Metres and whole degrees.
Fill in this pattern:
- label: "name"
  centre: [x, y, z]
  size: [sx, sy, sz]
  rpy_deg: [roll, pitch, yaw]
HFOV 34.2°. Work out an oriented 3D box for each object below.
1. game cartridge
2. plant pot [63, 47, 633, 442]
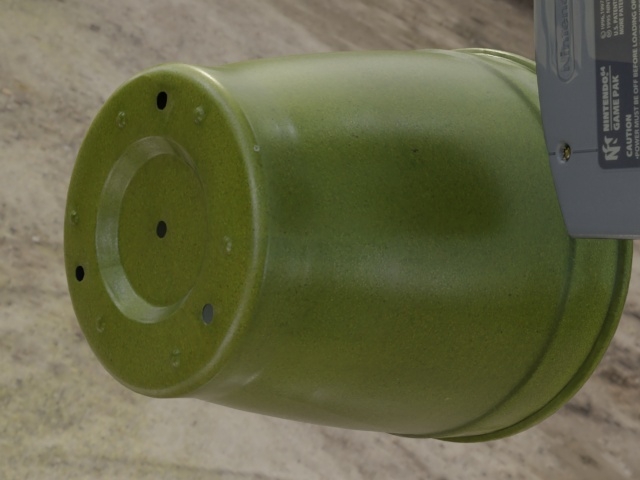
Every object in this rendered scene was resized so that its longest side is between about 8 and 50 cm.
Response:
- label: "game cartridge"
  centre: [0.219, -0.148, 0.665]
  size: [0.062, 0.297, 0.198]
  rpy_deg: [-4, 3, -25]
- label: "plant pot"
  centre: [0.000, 0.000, 0.848]
  size: [0.353, 0.366, 0.366]
  rpy_deg: [2, 32, -45]
